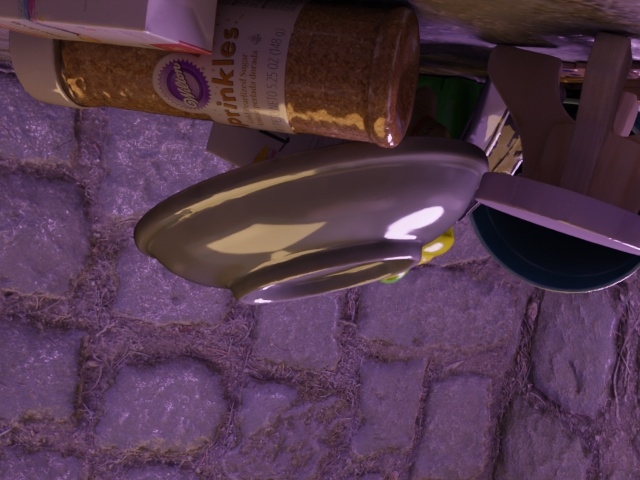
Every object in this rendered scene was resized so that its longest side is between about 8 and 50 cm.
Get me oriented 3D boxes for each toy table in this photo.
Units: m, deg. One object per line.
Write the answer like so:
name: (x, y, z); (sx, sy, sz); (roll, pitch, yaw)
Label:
toy table: (0.262, -0.084, 0.746); (0.252, 0.161, 0.274); (19, -176, 12)

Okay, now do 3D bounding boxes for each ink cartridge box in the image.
ink cartridge box: (-0.007, -0.155, 1.093); (0.232, 0.168, 0.171); (29, -164, 29)
ink cartridge box: (-0.192, -0.191, 0.602); (0.198, 0.067, 0.115); (10, -173, 15)

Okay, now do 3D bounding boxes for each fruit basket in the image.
fruit basket: (0.197, -0.085, 1.342); (0.283, 0.392, 0.392); (13, -171, 38)

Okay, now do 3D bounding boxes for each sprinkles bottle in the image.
sprinkles bottle: (-0.095, -0.164, 0.700); (0.355, 0.121, 0.121); (9, -173, 15)

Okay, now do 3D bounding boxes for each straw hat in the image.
straw hat: (0.144, -0.129, 1.050); (0.061, 0.145, 0.144); (29, -163, 29)

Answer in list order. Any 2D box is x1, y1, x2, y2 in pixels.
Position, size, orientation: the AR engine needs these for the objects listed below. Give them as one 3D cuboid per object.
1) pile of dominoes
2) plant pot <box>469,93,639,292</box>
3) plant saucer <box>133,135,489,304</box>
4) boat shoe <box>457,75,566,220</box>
pile of dominoes: (0.331, -0.175, 0.920); (0.196, 0.040, 0.251); (2, -171, -35)
plant pot: (0.386, -0.096, 1.148); (0.271, 0.272, 0.255); (12, -155, 29)
plant saucer: (0.000, 0.000, 0.875); (0.400, 0.101, 0.400); (-12, 170, -2)
boat shoe: (0.223, -0.103, 0.988); (0.102, 0.108, 0.301); (18, 148, 3)
